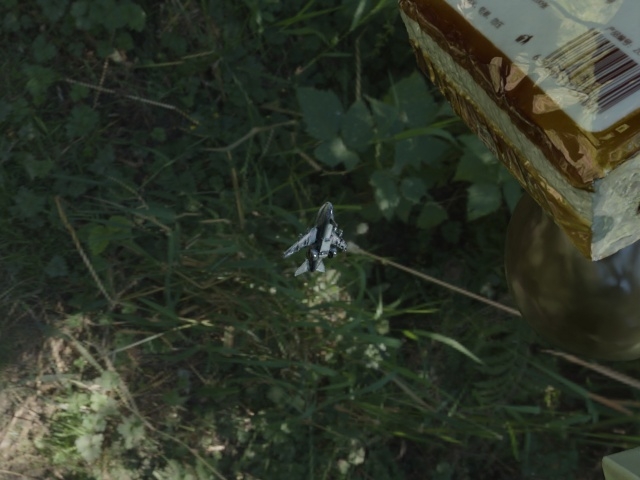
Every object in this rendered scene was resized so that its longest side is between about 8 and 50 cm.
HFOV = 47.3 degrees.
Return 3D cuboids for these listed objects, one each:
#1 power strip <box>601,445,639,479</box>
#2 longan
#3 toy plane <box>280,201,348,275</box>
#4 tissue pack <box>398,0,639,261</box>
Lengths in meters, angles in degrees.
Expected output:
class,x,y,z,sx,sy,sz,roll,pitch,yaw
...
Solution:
class,x,y,z,sx,sy,sz,roll,pitch,yaw
power strip,0.257,0.157,0.367,0.106,0.367,0.043,-15,89,-2
longan,0.334,0.018,0.855,0.258,0.258,0.258,5,83,-42
toy plane,0.000,0.000,0.720,0.079,0.031,0.083,-7,133,-36
tissue pack,0.175,-0.123,0.450,0.183,0.226,0.092,-29,137,-1
